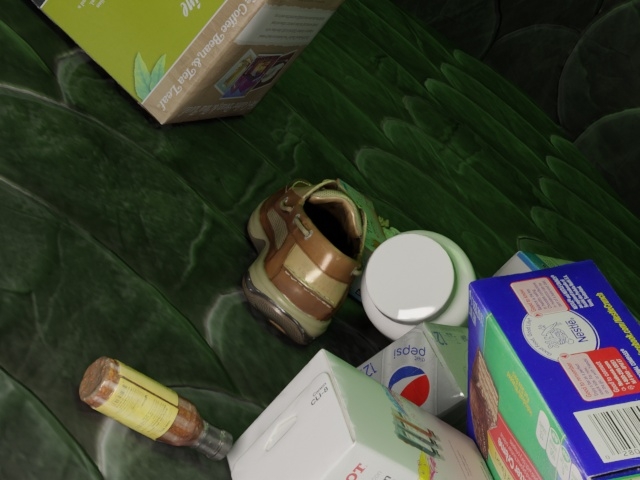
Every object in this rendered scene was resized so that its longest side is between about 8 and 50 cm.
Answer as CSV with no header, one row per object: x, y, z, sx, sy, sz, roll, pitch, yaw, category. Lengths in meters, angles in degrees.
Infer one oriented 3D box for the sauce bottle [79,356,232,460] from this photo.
-0.123,0.132,1.241,0.128,0.042,0.042,35,17,-29,sauce bottle

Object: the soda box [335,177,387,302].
0.036,-0.002,1.933,0.058,0.063,0.183,34,17,-22,soda box

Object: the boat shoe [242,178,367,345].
0.000,0.000,1.737,0.122,0.120,0.324,37,16,-14,boat shoe

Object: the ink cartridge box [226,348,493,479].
0.036,0.198,1.281,0.176,0.128,0.127,32,18,-27,ink cartridge box

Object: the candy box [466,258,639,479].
0.206,0.221,1.305,0.122,0.317,0.268,-9,31,-10,candy box

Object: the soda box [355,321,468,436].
0.153,0.154,1.709,0.286,0.098,0.091,14,44,-60,soda box

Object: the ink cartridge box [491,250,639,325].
0.277,0.133,1.952,0.171,0.168,0.233,47,16,21,ink cartridge box

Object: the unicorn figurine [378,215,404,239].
0.103,0.024,2.056,0.162,0.060,0.111,32,9,30,unicorn figurine

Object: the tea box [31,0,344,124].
-0.182,-0.328,1.996,0.323,0.220,0.329,44,16,6,tea box

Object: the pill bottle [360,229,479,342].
0.110,0.057,1.745,0.124,0.124,0.221,46,-1,15,pill bottle
